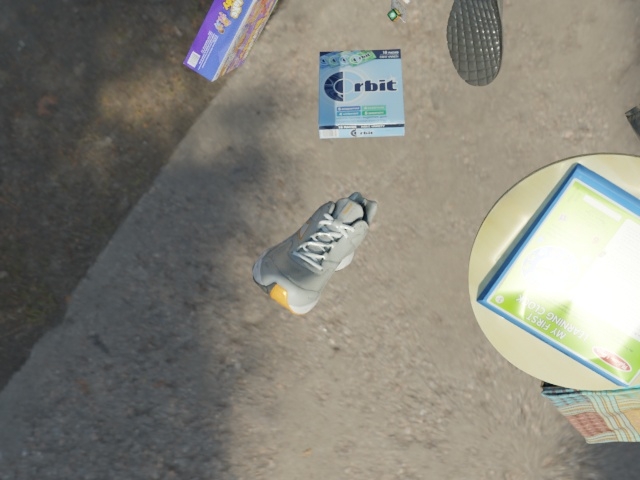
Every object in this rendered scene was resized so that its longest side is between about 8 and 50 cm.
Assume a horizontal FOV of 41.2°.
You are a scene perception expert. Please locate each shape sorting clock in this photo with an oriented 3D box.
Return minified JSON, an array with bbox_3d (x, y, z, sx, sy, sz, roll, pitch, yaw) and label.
[{"bbox_3d":[0.223,0.029,0.685,0.206,0.040,0.206,2,108,6],"label":"shape sorting clock"}]

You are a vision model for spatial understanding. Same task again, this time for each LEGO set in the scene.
[{"bbox_3d":[0.150,-0.595,1.941,0.060,0.182,0.244,-37,26,31],"label":"LEGO set"}]

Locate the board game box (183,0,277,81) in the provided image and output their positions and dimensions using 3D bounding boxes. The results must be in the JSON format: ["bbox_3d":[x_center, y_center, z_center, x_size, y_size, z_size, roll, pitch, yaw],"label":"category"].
[{"bbox_3d":[-0.158,-0.540,1.886,0.078,0.233,0.347,32,117,0],"label":"board game box"}]

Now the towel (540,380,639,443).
[{"bbox_3d":[0.535,0.243,1.222,0.370,0.271,0.040,-11,57,30],"label":"towel"}]

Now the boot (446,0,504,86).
[{"bbox_3d":[0.341,-0.483,1.624,0.118,0.338,0.222,18,40,36],"label":"boot"}]

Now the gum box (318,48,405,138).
[{"bbox_3d":[0.075,-0.275,1.588,0.157,0.041,0.184,-2,59,3],"label":"gum box"}]

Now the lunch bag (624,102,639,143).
[{"bbox_3d":[0.740,-0.202,1.672,0.169,0.287,0.235,-27,88,9],"label":"lunch bag"}]

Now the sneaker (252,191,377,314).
[{"bbox_3d":[0.000,0.000,1.137,0.099,0.262,0.121,38,118,2],"label":"sneaker"}]
